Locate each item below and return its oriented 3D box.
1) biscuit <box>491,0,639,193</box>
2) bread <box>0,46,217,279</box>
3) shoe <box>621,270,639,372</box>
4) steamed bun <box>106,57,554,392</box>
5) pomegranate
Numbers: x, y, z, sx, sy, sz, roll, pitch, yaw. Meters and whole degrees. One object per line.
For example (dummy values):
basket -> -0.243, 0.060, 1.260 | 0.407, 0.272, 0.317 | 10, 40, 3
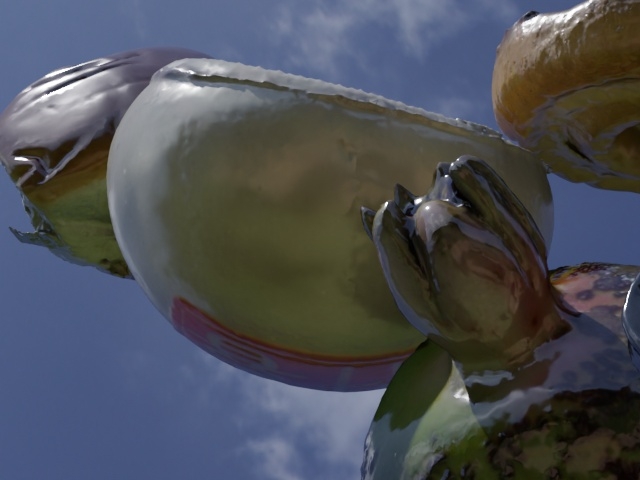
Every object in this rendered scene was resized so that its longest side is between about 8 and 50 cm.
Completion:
biscuit -> 0.297, -0.119, 1.139 | 0.296, 0.296, 0.102 | 10, -109, -15
bread -> -0.189, -0.075, 1.348 | 0.279, 0.250, 0.225 | -13, -57, -8
shoe -> 0.159, 0.049, 0.311 | 0.071, 0.179, 0.049 | -47, -42, -28
steamed bun -> 0.000, 0.000, 1.070 | 0.374, 0.374, 0.241 | 16, -93, -17
pomegranate -> 0.144, 0.097, 0.811 | 0.285, 0.285, 0.340 | -27, -70, 4
